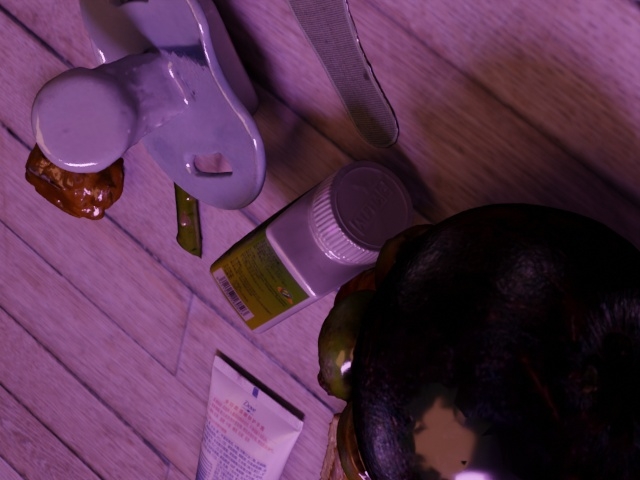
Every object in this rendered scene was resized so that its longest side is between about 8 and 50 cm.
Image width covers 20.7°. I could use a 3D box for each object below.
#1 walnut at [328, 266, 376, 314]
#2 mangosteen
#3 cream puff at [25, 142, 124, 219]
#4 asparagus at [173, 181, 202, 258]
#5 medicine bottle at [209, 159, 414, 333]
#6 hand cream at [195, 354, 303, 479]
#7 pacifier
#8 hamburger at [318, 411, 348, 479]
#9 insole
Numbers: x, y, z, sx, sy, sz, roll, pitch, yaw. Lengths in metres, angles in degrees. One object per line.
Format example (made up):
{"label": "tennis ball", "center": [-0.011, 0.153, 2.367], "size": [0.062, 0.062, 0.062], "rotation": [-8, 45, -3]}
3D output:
{"label": "walnut", "center": [0.070, 0.076, 1.610], "size": [0.116, 0.116, 0.207], "rotation": [58, 152, -9]}
{"label": "mangosteen", "center": [0.148, 0.120, 1.394], "size": [0.300, 0.300, 0.300], "rotation": [30, 140, 29]}
{"label": "cream puff", "center": [-0.258, -0.083, 1.862], "size": [0.116, 0.094, 0.122], "rotation": [11, 152, 48]}
{"label": "asparagus", "center": [-0.142, -0.067, 1.791], "size": [0.034, 0.027, 0.236], "rotation": [40, 147, 42]}
{"label": "medicine bottle", "center": [0.000, 0.000, 1.593], "size": [0.088, 0.132, 0.188], "rotation": [55, 144, -2]}
{"label": "hand cream", "center": [-0.095, 0.252, 1.993], "size": [0.133, 0.083, 0.248], "rotation": [35, 131, 22]}
{"label": "pacifier", "center": [-0.175, -0.129, 1.613], "size": [0.227, 0.207, 0.279], "rotation": [-2, 119, 51]}
{"label": "hamburger", "center": [0.061, 0.278, 1.777], "size": [0.262, 0.131, 0.124], "rotation": [100, 158, -54]}
{"label": "insole", "center": [0.009, -0.181, 1.533], "size": [0.080, 0.003, 0.232], "rotation": [-2, 119, 50]}
